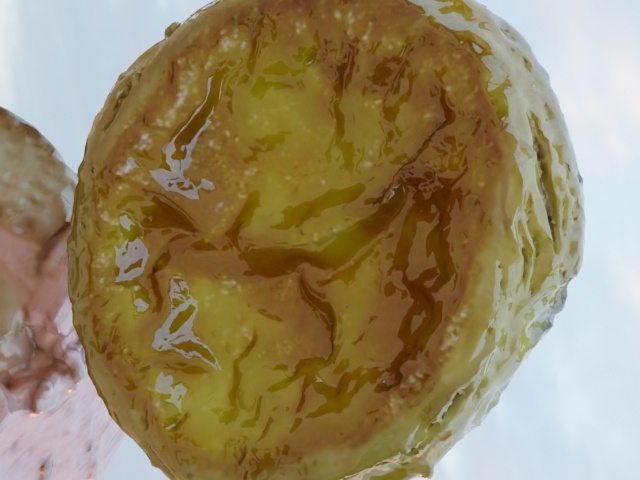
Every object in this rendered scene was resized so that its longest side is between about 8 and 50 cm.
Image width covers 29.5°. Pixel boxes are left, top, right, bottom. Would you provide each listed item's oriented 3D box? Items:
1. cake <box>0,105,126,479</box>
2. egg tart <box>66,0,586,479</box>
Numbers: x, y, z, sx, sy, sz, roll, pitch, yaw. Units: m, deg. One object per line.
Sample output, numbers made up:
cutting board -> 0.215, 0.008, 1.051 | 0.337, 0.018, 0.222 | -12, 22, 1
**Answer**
cake -> -0.306, 0.086, 1.043 | 0.293, 0.306, 0.314 | 30, -23, 16
egg tart -> 0.001, -0.001, 0.729 | 0.132, 0.341, 0.341 | 13, 56, -61
